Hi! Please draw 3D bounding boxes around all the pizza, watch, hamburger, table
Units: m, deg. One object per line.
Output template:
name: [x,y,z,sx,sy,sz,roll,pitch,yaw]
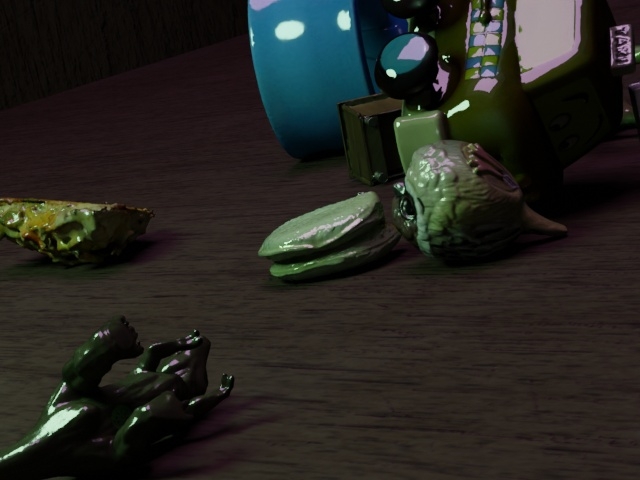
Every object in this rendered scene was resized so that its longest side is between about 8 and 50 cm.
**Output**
pizza: [-0.242,-0.008,1.829,0.147,0.069,0.226,5,0,-41]
watch: [0.017,-0.259,2.139,0.241,0.305,0.274,-11,4,16]
hamburger: [0.001,0.004,1.511,0.121,0.054,0.084,-12,15,19]
table: [0.068,-0.105,1.882,0.070,0.083,0.082,-14,15,-13]

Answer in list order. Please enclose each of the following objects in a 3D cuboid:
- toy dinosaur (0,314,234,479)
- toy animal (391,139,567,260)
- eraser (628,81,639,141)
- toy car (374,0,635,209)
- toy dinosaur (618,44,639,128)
toy dinosaur: [-0.141,0.130,1.141,0.187,0.087,0.179,-3,-38,-53]
toy animal: [0.120,-0.018,1.440,0.098,0.137,0.098,-52,14,18]
eraser: [0.375,-0.116,1.540,0.212,0.092,0.046,-13,12,3]
toy car: [0.171,-0.142,1.550,0.198,0.204,0.248,-8,54,21]
toy dinosaur: [0.231,-0.147,1.888,0.301,0.087,0.447,-1,10,45]
